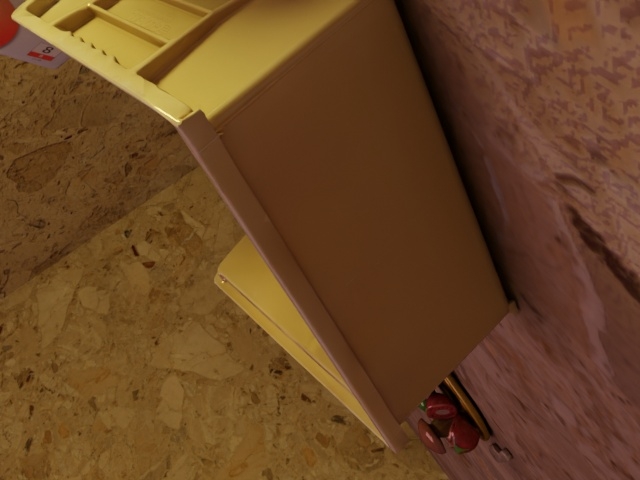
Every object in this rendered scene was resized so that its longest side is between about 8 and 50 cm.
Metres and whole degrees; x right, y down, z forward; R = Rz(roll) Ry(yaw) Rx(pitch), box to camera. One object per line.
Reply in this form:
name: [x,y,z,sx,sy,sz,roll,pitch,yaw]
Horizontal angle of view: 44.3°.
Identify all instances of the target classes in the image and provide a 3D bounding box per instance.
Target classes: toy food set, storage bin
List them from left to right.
storage bin: [-0.035,-0.047,0.491,0.260,0.123,0.262,34,161,47]
toy food set: [0.141,0.205,0.973,0.218,0.071,0.128,54,175,9]

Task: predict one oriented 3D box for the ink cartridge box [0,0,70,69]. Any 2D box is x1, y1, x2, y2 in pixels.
ink cartridge box: [-0.219,-0.200,0.600,0.145,0.179,0.045,7,-111,-50]
